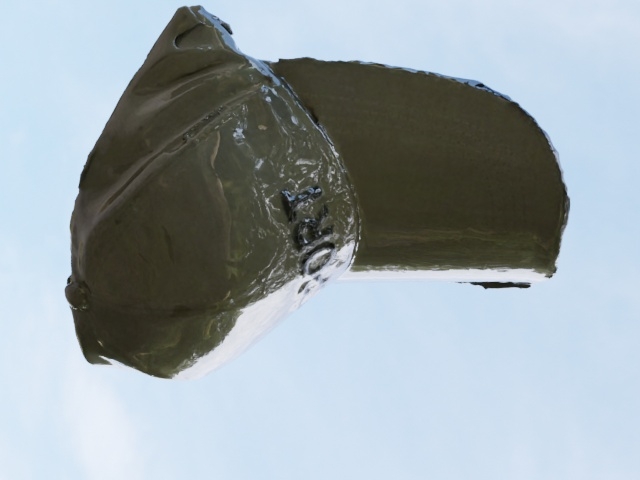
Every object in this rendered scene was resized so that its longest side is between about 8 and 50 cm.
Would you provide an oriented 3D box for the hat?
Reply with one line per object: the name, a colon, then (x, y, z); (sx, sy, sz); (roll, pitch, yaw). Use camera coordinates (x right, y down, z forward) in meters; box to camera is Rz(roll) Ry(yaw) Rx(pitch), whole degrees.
hat: (0.000, 0.000, 0.546); (0.147, 0.175, 0.085); (89, 8, -45)
